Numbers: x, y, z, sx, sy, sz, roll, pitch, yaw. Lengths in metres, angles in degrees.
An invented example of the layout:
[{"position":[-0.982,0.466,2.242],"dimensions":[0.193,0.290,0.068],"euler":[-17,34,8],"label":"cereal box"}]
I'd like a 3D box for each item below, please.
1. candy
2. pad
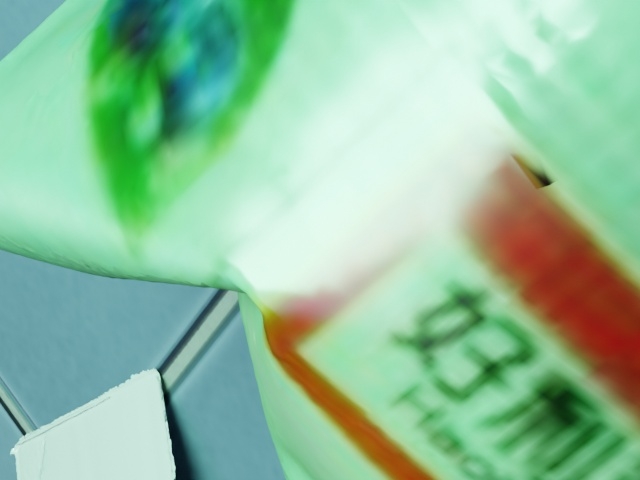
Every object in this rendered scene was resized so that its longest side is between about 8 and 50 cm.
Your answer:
[{"position":[0.073,0.037,0.382],"dimensions":[0.263,0.172,0.398],"euler":[-41,86,18],"label":"candy"},{"position":[-0.104,0.193,0.667],"dimensions":[0.156,0.004,0.232],"euler":[-29,64,44],"label":"pad"}]
